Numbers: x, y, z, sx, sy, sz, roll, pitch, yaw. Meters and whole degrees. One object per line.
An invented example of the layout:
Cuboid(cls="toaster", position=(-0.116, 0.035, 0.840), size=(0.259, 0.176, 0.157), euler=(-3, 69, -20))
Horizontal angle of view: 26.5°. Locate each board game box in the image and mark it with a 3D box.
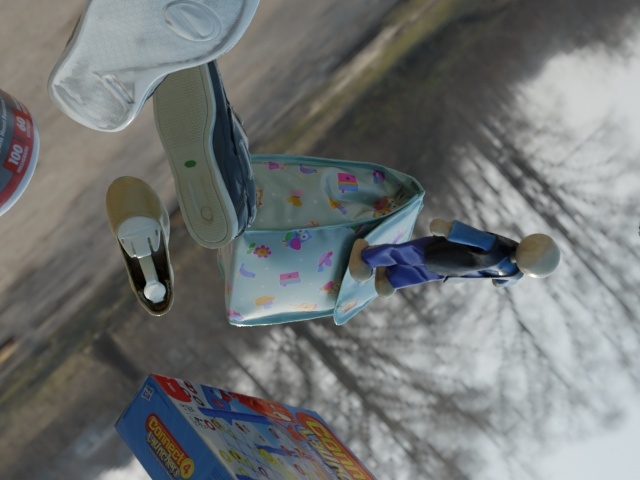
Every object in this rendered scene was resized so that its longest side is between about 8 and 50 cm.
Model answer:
Cuboid(cls="board game box", position=(-0.043, 0.300, 1.593), size=(0.302, 0.308, 0.086), euler=(20, 107, -47))

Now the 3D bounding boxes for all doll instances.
Cuboid(cls="doll", position=(0.122, 0.017, 1.172), size=(0.189, 0.129, 0.046), euler=(-8, -118, 39))

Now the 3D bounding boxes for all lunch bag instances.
Cuboid(cls="lunch bag", position=(0.000, 0.000, 1.851), size=(0.223, 0.262, 0.160), euler=(103, -18, -50))

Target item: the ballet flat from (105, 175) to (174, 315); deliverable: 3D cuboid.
Cuboid(cls="ballet flat", position=(-0.233, 0.012, 1.835), size=(0.080, 0.073, 0.232), euler=(-15, 137, -3))

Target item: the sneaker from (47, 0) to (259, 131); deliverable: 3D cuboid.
Cuboid(cls="sneaker", position=(-0.114, -0.200, 1.033), size=(0.296, 0.104, 0.147), euler=(-30, -146, 56))

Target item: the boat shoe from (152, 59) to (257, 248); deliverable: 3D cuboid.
Cuboid(cls="boat shoe", position=(-0.119, -0.113, 1.439), size=(0.084, 0.233, 0.079), euler=(0, -161, 36))

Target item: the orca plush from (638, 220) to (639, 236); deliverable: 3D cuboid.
Cuboid(cls="orca plush", position=(0.607, -0.031, 1.950), size=(0.287, 0.151, 0.102), euler=(-29, 147, 34))

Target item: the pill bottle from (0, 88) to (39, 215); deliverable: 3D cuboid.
Cuboid(cls="pill bottle", position=(-0.578, -0.172, 1.863), size=(0.210, 0.210, 0.363), euler=(-43, 143, 11))
